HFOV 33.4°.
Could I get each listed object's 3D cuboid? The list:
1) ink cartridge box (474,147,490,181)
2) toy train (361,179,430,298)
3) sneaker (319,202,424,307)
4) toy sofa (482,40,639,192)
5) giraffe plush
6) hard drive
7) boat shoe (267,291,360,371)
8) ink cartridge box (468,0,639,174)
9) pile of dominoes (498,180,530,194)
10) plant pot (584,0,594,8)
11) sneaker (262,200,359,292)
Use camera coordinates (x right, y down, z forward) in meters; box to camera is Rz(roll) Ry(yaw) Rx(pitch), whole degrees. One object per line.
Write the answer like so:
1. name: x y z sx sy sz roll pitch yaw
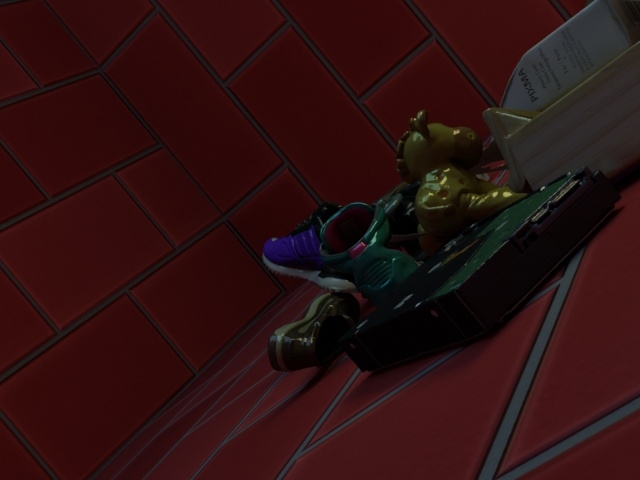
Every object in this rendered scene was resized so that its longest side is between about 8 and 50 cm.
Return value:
1. ink cartridge box: 0.233 -0.053 2.367 0.304 0.072 0.307 -40 -1 36
2. toy train: 0.138 -0.023 1.951 0.190 0.142 0.334 -53 8 -37
3. sneaker: 0.081 0.025 1.676 0.124 0.178 0.295 -39 1 3
4. toy sofa: 0.387 -0.168 1.256 0.150 0.177 0.362 -5 -26 -46
5. giraffe plush: 0.175 -0.086 1.477 0.210 0.170 0.181 -1 -22 -29
6. hard drive: 0.173 0.042 1.242 0.237 0.064 0.339 -41 1 -25
7. boat shoe: 0.018 0.150 1.717 0.095 0.095 0.257 -5 16 29
8. ink cartridge box: 0.365 -0.220 1.578 0.308 0.091 0.385 -12 -16 -46
9. pile of dominoes: 0.343 -0.105 1.780 0.251 0.040 0.196 -39 2 26
10. plant pot: 0.533 -0.384 1.727 0.263 0.263 0.229 -46 -24 -73
11. sneaker: 0.001 0.000 1.890 0.102 0.146 0.293 1 9 -35
